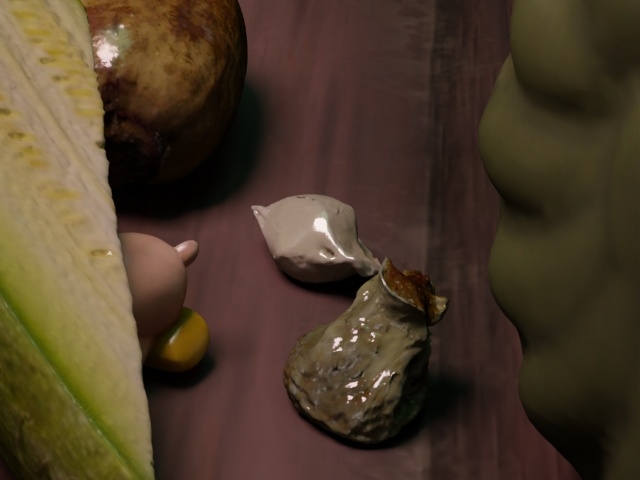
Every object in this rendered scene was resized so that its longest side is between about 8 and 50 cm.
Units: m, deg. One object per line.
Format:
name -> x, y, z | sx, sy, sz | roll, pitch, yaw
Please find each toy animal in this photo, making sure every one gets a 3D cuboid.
toy animal -> -0.116, 0.030, 0.896 | 0.091, 0.082, 0.114 | 28, 38, 35

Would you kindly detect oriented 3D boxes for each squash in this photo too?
squash -> -0.134, 0.013, 0.849 | 0.289, 0.111, 0.203 | 52, 28, 15

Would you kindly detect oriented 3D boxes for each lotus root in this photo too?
lotus root -> -0.117, -0.125, 1.119 | 0.145, 0.128, 0.260 | 16, 34, -9

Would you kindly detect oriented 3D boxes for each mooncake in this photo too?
mooncake -> 0.209, 0.006, 0.737 | 0.187, 0.351, 0.351 | -19, 37, -29

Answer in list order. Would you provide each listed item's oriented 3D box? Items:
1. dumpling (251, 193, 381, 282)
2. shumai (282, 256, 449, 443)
dumpling -> -0.001, 0.002, 1.010 | 0.076, 0.057, 0.052 | -8, 60, 31
shumai -> 0.023, 0.048, 0.888 | 0.082, 0.080, 0.083 | 3, 32, 0
